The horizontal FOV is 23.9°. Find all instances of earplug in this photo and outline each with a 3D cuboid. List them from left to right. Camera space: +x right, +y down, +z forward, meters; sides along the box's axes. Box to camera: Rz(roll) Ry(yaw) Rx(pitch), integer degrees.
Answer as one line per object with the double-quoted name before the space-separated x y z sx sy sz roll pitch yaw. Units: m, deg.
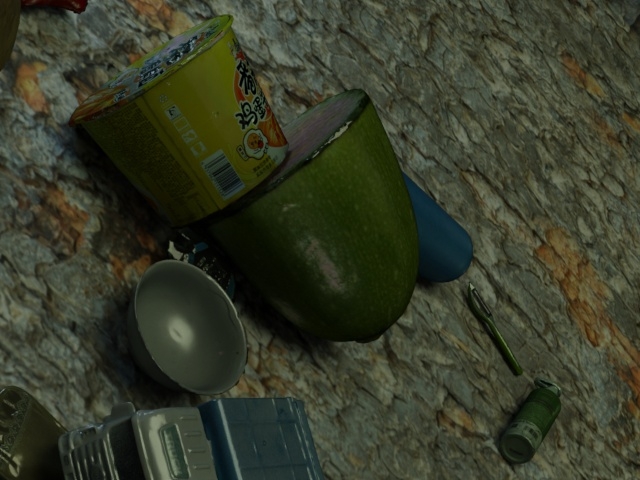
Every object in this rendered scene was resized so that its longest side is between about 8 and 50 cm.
"earplug" 0.142 -0.023 2.436 0.273 0.132 0.132 36 40 -34

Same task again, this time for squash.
"squash" 0.032 -0.007 2.134 0.309 0.310 0.310 51 35 -13

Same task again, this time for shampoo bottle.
"shampoo bottle" 0.355 0.293 2.509 0.065 0.065 0.204 55 35 -6

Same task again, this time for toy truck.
"toy truck" -0.144 0.267 1.795 0.367 0.175 0.146 7 61 -60

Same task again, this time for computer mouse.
"computer mouse" -0.168 0.043 2.061 0.135 0.047 0.079 54 46 -23

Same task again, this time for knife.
"knife" 0.294 0.152 2.574 0.184 0.026 0.022 58 5 -3

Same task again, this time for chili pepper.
"chili pepper" -0.379 -0.353 2.088 0.123 0.070 0.073 -3 84 -54

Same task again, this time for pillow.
"pillow" -0.301 0.266 1.744 0.217 0.033 0.130 44 32 -22

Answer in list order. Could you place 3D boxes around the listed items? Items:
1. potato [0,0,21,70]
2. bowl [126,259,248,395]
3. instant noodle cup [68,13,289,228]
"potato" -0.412 -0.304 1.852 0.189 0.264 0.211 -30 83 -46
"bowl" -0.189 0.127 1.943 0.189 0.086 0.189 28 46 -34
"instant noodle cup" -0.175 -0.156 2.045 0.200 0.264 0.264 56 34 -17
